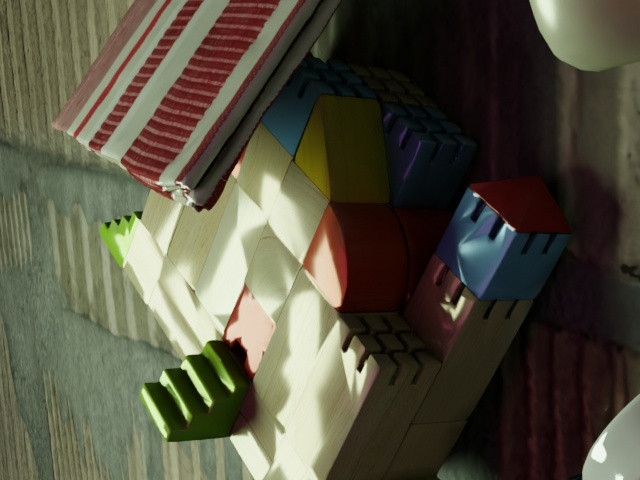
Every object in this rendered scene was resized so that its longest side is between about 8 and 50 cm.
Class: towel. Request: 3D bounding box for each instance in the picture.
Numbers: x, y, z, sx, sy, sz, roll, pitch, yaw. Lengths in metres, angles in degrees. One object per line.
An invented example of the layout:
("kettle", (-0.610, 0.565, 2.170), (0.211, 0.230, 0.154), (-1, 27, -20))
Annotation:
("towel", (-0.076, -0.148, 0.835), (0.237, 0.037, 0.329), (-57, 28, -3))

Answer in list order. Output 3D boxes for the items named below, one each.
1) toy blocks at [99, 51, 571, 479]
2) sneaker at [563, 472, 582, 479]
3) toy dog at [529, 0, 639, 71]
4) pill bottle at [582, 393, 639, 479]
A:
("toy blocks", (0.000, 0.000, 0.799), (0.381, 0.191, 0.260), (50, 127, 41))
("sneaker", (0.186, 0.224, 0.619), (0.232, 0.090, 0.081), (50, 142, 8))
("toy dog", (0.153, -0.168, 0.214), (0.395, 0.408, 0.284), (-14, 87, 61))
("pill bottle", (0.218, 0.163, 0.477), (0.245, 0.136, 0.136), (55, 142, 37))
